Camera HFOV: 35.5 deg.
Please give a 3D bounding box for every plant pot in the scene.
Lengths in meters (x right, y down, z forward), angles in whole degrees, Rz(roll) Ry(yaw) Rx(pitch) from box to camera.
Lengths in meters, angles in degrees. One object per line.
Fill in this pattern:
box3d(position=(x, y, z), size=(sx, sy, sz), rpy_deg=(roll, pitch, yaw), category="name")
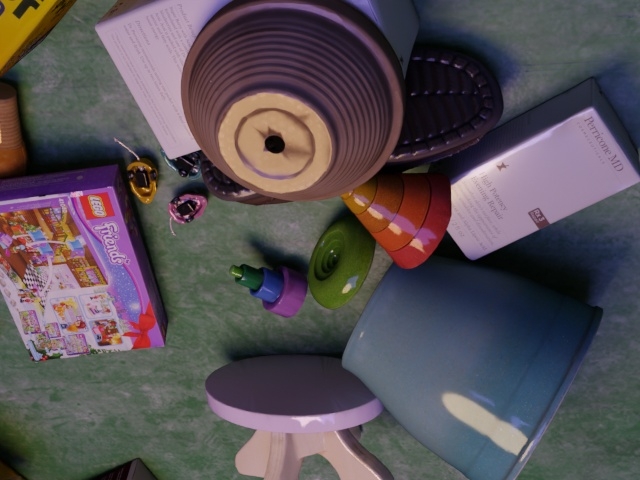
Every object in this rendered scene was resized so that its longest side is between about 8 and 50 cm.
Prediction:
box3d(position=(0.177, 0.142, 1.266), size=(0.255, 0.271, 0.272), rpy_deg=(30, 125, 11), category="plant pot")
box3d(position=(-0.035, -0.123, 1.011), size=(0.237, 0.110, 0.237), rpy_deg=(5, 128, 7), category="plant pot")

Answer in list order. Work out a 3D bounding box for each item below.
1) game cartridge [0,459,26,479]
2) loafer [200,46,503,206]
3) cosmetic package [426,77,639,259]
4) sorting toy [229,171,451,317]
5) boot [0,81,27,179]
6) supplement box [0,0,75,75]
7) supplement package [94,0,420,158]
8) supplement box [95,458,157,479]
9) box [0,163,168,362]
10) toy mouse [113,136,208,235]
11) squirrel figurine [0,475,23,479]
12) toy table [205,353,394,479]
box3d(position=(-0.577, 0.534, 1.820), size=(0.285, 0.053, 0.323), rpy_deg=(-34, 112, 29), category="game cartridge")
box3d(position=(0.039, -0.131, 1.211), size=(0.366, 0.130, 0.134), rpy_deg=(-12, 77, 13), category="loafer")
box3d(position=(0.251, -0.081, 1.198), size=(0.231, 0.085, 0.117), rpy_deg=(-28, 113, 29), category="cosmetic package")
box3d(position=(0.000, 0.000, 1.241), size=(0.126, 0.127, 0.365), rpy_deg=(23, 146, -28), category="sorting toy")
box3d(position=(-0.541, -0.131, 1.341), size=(0.295, 0.104, 0.211), rpy_deg=(13, 124, 0), category="boot")
box3d(position=(-0.326, -0.357, 1.088), size=(0.194, 0.195, 0.356), rpy_deg=(42, 122, -14), category="supplement box")
box3d(position=(-0.061, -0.241, 1.111), size=(0.293, 0.175, 0.177), rpy_deg=(-15, 119, 22), category="supplement package")
box3d(position=(-0.370, 0.480, 1.689), size=(0.239, 0.073, 0.130), rpy_deg=(-29, 112, 14), category="supplement box")
box3d(position=(-0.343, 0.039, 1.390), size=(0.201, 0.057, 0.293), rpy_deg=(-7, 128, 3), category="box")
box3d(position=(-0.183, -0.079, 1.333), size=(0.143, 0.031, 0.161), rpy_deg=(-4, 122, 16), category="toy mouse")
box3d(position=(-0.669, 0.477, 1.652), size=(0.370, 0.281, 0.397), rpy_deg=(-3, 132, 6), category="squirrel figurine")
box3d(position=(-0.026, 0.270, 1.414), size=(0.274, 0.252, 0.161), rpy_deg=(7, 115, 42), category="toy table")
